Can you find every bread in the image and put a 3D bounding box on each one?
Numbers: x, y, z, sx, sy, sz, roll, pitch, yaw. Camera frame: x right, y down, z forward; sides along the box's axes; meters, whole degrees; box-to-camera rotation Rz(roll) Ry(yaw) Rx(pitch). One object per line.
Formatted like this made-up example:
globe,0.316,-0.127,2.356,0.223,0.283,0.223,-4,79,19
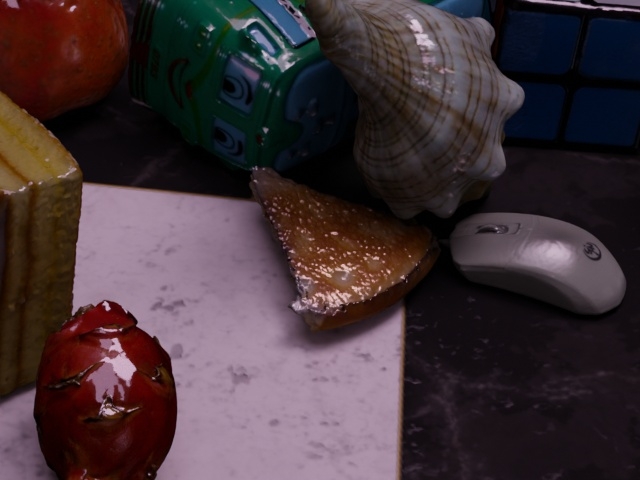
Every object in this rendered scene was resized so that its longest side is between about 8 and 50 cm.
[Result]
bread,-0.287,-0.005,1.670,0.110,0.234,0.184,-21,48,-30

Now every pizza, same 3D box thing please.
pizza,0.000,0.000,1.834,0.185,0.052,0.195,-28,59,-38

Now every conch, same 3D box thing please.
conch,0.089,-0.147,1.798,0.169,0.386,0.203,-28,50,-6

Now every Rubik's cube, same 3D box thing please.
Rubik's cube,0.250,-0.215,2.016,0.167,0.183,0.180,5,40,-4

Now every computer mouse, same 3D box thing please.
computer mouse,0.199,0.011,1.853,0.182,0.056,0.089,15,38,10

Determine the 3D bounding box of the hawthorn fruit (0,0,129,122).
hawthorn fruit,-0.278,-0.222,1.940,0.179,0.200,0.179,0,38,0

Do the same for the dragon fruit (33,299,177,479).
dragon fruit,-0.182,0.165,1.589,0.125,0.125,0.246,21,49,-13

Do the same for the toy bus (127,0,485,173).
toy bus,0.000,-0.202,1.971,0.343,0.183,0.199,-30,59,-33
